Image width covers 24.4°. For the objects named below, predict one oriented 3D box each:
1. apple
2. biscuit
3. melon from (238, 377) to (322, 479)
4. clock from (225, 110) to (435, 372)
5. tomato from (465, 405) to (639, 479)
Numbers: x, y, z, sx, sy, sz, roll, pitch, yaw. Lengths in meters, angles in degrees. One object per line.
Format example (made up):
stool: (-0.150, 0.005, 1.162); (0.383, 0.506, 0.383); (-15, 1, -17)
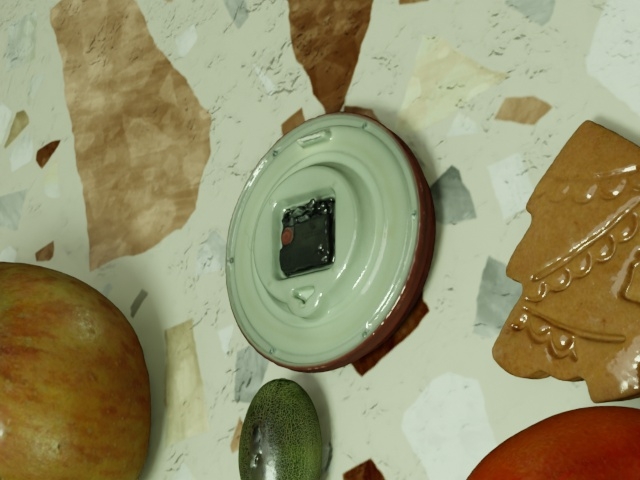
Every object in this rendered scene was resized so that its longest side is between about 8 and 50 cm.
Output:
apple: (-0.405, 0.232, 1.913); (0.400, 0.333, 0.400); (-23, 45, 25)
biscuit: (0.290, 0.016, 1.533); (0.284, 0.043, 0.306); (-20, 64, 36)
melon: (-0.047, 0.241, 1.730); (0.099, 0.099, 0.162); (-12, 70, 39)
clock: (0.000, 0.000, 1.775); (0.318, 0.080, 0.318); (-15, 67, 38)
tomato: (0.252, 0.306, 1.314); (0.321, 0.321, 0.321); (-14, 67, 38)
